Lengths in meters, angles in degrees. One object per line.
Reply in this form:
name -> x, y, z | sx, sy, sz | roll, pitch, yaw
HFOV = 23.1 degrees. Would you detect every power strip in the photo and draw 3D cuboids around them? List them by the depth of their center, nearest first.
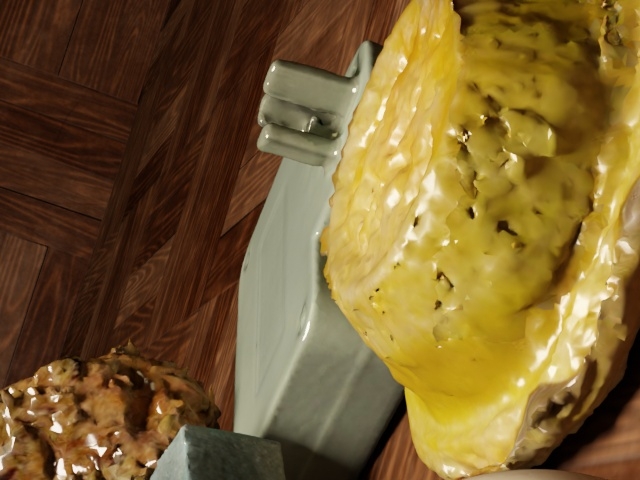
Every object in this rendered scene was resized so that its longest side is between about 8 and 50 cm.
power strip -> 0.000, 0.000, 0.979 | 0.229, 0.141, 0.261 | -90, 20, -51

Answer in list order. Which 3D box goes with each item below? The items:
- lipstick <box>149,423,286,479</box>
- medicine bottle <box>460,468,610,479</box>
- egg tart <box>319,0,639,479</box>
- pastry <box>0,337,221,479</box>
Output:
lipstick -> -0.042, 0.242, 0.819 | 0.066, 0.068, 0.317 | -57, 30, 36
medicine bottle -> 0.065, 0.200, 0.470 | 0.114, 0.114, 0.252 | 124, 161, -48
egg tart -> 0.080, -0.025, 0.743 | 0.288, 0.118, 0.288 | -164, 90, -74
pastry -> -0.144, 0.189, 1.081 | 0.275, 0.275, 0.193 | -62, -3, 33
